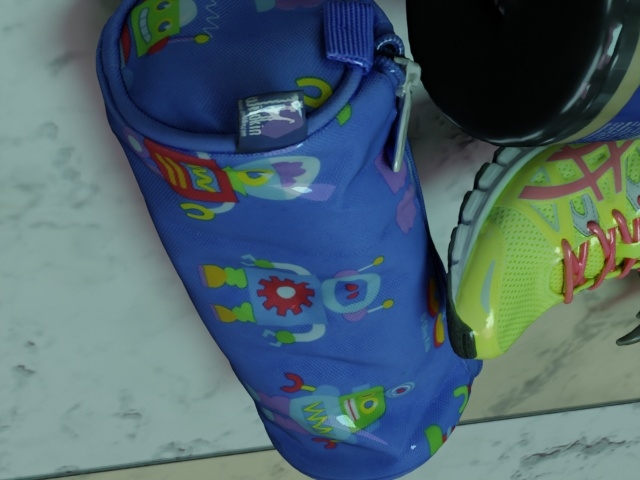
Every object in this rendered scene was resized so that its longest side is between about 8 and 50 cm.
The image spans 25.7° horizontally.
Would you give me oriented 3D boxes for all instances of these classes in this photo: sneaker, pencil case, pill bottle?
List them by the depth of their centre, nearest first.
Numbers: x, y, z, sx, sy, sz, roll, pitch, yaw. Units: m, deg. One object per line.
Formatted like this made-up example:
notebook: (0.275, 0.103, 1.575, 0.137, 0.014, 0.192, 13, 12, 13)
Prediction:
pill bottle: (0.154, -0.106, 0.616, 0.219, 0.122, 0.122, -7, 138, -37)
pencil case: (0.000, 0.000, 0.667, 0.133, 0.119, 0.306, 0, 143, 16)
sneaker: (0.137, -0.014, 0.671, 0.208, 0.094, 0.081, -46, 147, -29)

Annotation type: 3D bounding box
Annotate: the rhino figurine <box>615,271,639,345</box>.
rhino figurine: (0.251, -0.020, 0.804, 0.106, 0.073, 0.243, 15, 128, -41)
